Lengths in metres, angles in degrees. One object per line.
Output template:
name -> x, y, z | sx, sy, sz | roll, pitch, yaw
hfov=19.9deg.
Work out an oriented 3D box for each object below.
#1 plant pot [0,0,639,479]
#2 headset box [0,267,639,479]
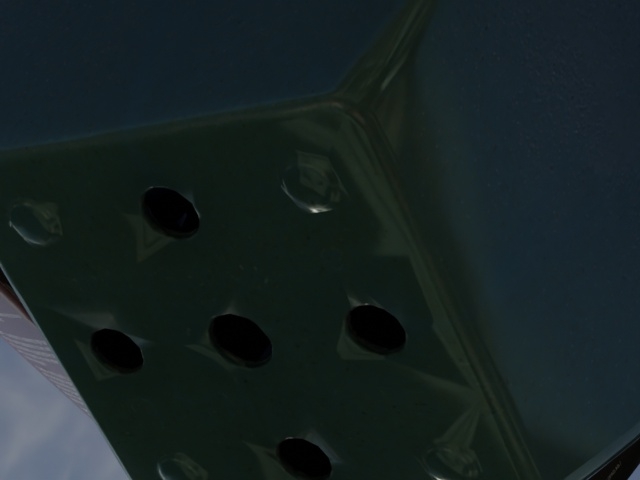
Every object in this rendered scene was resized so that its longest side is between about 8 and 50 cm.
plant pot -> 0.027, -0.049, 0.451 | 0.166, 0.234, 0.165 | -6, -57, 34
headset box -> 0.000, 0.000, 0.716 | 0.293, 0.218, 0.110 | 45, -17, -18
